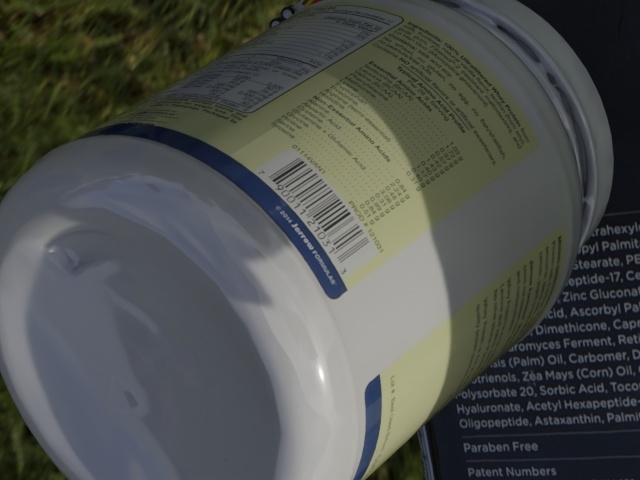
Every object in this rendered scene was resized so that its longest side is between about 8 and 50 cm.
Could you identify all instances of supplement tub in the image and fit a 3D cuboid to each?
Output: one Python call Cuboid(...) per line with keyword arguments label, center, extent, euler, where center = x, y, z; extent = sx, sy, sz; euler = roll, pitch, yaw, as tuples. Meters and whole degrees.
Cuboid(label="supplement tub", center=(0.000, 0.000, 1.038), extent=(0.235, 0.325, 0.235), euler=(20, 126, 30))

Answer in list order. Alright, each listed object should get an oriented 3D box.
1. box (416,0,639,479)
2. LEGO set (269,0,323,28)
Cuboid(label="box", center=(0.282, 0.005, 1.422), extent=(0.297, 0.480, 0.471), euler=(-7, 99, 30))
Cuboid(label="LEGO set", center=(0.045, -0.245, 1.589), extent=(0.060, 0.244, 0.182), euler=(46, 60, -2))
